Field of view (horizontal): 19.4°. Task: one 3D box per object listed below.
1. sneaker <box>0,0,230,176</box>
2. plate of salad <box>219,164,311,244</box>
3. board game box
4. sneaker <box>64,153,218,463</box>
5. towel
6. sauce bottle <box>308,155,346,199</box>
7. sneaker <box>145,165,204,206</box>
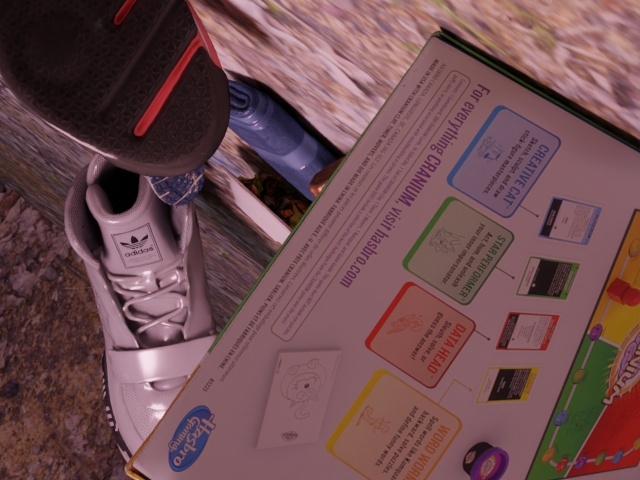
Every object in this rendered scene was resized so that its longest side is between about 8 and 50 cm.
[{"bbox_3d":[-0.164,-0.155,1.121,0.314,0.116,0.136,41,-176,13],"label":"sneaker"},{"bbox_3d":[0.000,0.000,1.487,0.200,0.048,0.200,43,-179,-1],"label":"plate of salad"},{"bbox_3d":[0.112,0.090,0.788,0.316,0.242,0.064,33,174,22],"label":"board game box"},{"bbox_3d":[-0.165,0.067,1.800,0.210,0.137,0.366,78,179,-69],"label":"sneaker"},{"bbox_3d":[-0.021,-0.064,1.248,0.119,0.029,0.067,42,171,-35],"label":"towel"},{"bbox_3d":[0.040,0.006,1.226,0.128,0.042,0.042,58,166,-15],"label":"sauce bottle"},{"bbox_3d":[-0.153,-0.086,1.669,0.135,0.052,0.058,51,174,-39],"label":"sneaker"}]
